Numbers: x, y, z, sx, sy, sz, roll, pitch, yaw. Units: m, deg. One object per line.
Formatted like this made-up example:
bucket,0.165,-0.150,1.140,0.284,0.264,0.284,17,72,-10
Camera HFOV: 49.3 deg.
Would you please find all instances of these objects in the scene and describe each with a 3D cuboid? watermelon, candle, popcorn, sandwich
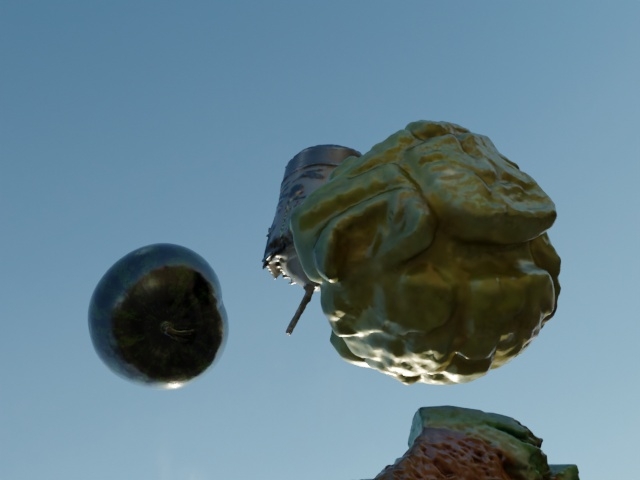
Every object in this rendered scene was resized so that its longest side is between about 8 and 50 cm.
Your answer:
watermelon,-0.293,0.138,1.273,0.269,0.269,0.269,-12,-71,-37
candle,0.000,0.000,1.207,0.187,0.187,0.330,42,-134,-38
popcorn,0.071,0.013,0.490,0.167,0.187,0.185,-19,-74,-4
sandwich,0.137,0.278,0.819,0.301,0.250,0.162,8,-104,-52
